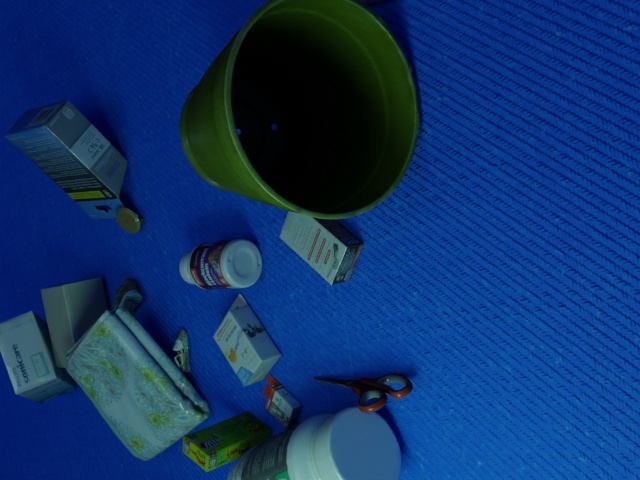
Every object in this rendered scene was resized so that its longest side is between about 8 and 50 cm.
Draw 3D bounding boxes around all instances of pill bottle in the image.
[{"bbox_3d":[-0.018,0.463,1.551,0.361,0.204,0.204,-39,71,44],"label":"pill bottle"},{"bbox_3d":[-0.229,0.055,1.747,0.193,0.108,0.108,-7,94,46],"label":"pill bottle"}]

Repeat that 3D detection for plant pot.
[{"bbox_3d":[-0.079,-0.213,1.390,0.353,0.366,0.366,-2,98,57],"label":"plant pot"}]

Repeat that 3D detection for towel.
[{"bbox_3d":[-0.490,0.376,2.030,0.374,0.090,0.320,49,132,0],"label":"towel"}]

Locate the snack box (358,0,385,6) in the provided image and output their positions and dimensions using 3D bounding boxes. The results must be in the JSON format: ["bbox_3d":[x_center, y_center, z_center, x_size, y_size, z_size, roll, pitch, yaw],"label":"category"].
[{"bbox_3d":[0.116,-0.463,1.324,0.141,0.037,0.100,-3,96,46],"label":"snack box"}]

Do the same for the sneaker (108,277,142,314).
[{"bbox_3d":[-0.535,0.160,2.133,0.166,0.065,0.076,-41,53,39],"label":"sneaker"}]

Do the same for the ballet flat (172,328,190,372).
[{"bbox_3d":[-0.351,0.281,1.975,0.041,0.041,0.114,3,101,46],"label":"ballet flat"}]

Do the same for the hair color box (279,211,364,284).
[{"bbox_3d":[0.000,0.000,1.539,0.167,0.053,0.093,43,125,33],"label":"hair color box"}]

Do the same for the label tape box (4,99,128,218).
[{"bbox_3d":[-0.638,-0.206,2.082,0.240,0.106,0.334,1,140,46],"label":"label tape box"}]

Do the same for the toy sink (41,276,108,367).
[{"bbox_3d":[-0.688,0.234,2.245,0.152,0.131,0.234,-11,91,48],"label":"toy sink"}]

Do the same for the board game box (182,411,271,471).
[{"bbox_3d":[-0.208,0.449,1.761,0.092,0.181,0.043,24,116,40],"label":"board game box"}]

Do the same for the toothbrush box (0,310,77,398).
[{"bbox_3d":[-0.853,0.355,2.351,0.295,0.126,0.216,104,142,-72],"label":"toothbrush box"}]

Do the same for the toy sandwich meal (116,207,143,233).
[{"bbox_3d":[-0.499,-0.054,2.050,0.085,0.029,0.086,15,127,22],"label":"toy sandwich meal"}]

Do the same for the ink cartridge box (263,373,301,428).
[{"bbox_3d":[-0.095,0.355,1.733,0.115,0.029,0.063,38,125,33],"label":"ink cartridge box"}]

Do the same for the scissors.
[{"bbox_3d":[0.079,0.279,1.532,0.021,0.109,0.297,63,162,-11],"label":"scissors"}]

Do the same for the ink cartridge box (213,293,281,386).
[{"bbox_3d":[-0.177,0.222,1.764,0.181,0.061,0.104,54,131,24],"label":"ink cartridge box"}]
